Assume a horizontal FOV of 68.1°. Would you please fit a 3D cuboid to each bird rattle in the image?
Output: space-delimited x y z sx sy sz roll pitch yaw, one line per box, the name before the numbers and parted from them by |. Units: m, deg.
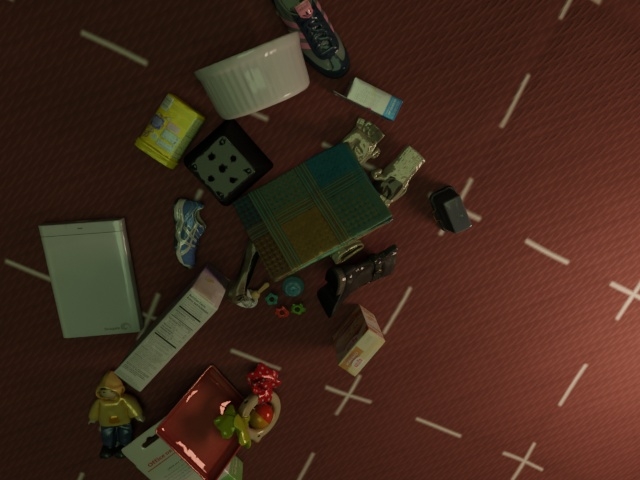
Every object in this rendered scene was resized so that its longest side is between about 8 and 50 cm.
bird rattle | -0.208 0.535 1.516 0.253 0.143 0.206 -56 136 -29

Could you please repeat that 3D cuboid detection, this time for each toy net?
toy net | -0.165 0.178 1.466 0.232 0.045 0.122 -4 107 -1

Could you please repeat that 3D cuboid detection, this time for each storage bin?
storage bin | 0.387 -0.083 1.408 0.098 0.091 0.135 -26 105 3

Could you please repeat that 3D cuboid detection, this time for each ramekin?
ramekin | -0.161 -0.410 1.190 0.277 0.277 0.135 -22 113 2

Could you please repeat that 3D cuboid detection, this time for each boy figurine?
boy figurine | -0.650 0.551 1.508 0.178 0.092 0.285 4 108 -2

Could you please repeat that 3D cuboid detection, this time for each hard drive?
hard drive | -0.675 0.114 1.407 0.233 0.047 0.352 -4 106 -3

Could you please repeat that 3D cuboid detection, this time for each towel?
towel | -0.026 -0.083 1.310 0.370 0.040 0.271 -29 78 2

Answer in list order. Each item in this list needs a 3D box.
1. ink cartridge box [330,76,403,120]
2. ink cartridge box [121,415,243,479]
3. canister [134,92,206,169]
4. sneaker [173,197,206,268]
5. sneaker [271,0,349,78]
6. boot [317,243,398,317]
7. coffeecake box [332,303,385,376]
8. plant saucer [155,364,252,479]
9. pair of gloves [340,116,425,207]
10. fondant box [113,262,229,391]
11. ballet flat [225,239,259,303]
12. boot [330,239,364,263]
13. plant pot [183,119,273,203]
ink cartridge box | 0.123 -0.393 1.295 0.181 0.104 0.061 23 102 -10
ink cartridge box | -0.444 0.710 1.550 0.207 0.119 0.353 -37 105 5
canister | -0.408 -0.300 1.300 0.126 0.073 0.169 35 99 -11
sneaker | -0.377 -0.017 1.376 0.081 0.080 0.211 0 107 -1
sneaker | -0.033 -0.560 1.225 0.112 0.131 0.319 -39 105 6
boot | 0.119 0.126 1.431 0.229 0.091 0.263 -18 152 -25
coffeecake box | 0.112 0.299 1.443 0.068 0.185 0.142 36 100 -13
plant saucer | -0.352 0.575 1.490 0.048 0.258 0.259 -20 113 48
pair of gloves | 0.157 -0.217 1.380 0.240 0.042 0.204 31 106 -6
fondant box | -0.415 0.238 1.361 0.096 0.238 0.330 43 98 -12
ballet flat | -0.203 0.073 1.393 0.058 0.084 0.249 25 89 17
boot | 0.000 0.000 1.351 0.213 0.077 0.165 -24 68 -17
plant pot | -0.258 -0.203 1.289 0.187 0.167 0.188 -40 105 7
